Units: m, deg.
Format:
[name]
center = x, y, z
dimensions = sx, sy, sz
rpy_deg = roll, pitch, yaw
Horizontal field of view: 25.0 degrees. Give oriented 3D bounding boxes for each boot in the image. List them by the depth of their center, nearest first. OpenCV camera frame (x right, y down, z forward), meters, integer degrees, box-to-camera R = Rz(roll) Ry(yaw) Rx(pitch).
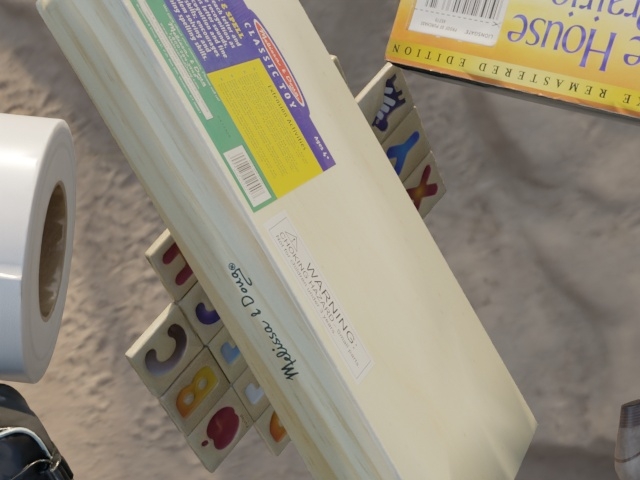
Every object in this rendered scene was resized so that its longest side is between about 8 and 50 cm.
[boot]
center = 0.299, 0.170, 1.205
dimensions = 0.118, 0.042, 0.087
rpy_deg = -13, 96, -10

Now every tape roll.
[tape roll]
center = -0.327, 0.002, 1.315
dimensions = 0.169, 0.246, 0.246
rpy_deg = 6, 69, -1

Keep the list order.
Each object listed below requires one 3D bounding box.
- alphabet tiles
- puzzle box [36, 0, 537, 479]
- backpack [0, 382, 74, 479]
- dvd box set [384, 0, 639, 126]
[alphabet tiles]
center = -0.015, 0.021, 1.205
dimensions = 0.342, 0.011, 0.285
rpy_deg = -49, 140, -21
[puzzle box]
center = 0.000, 0.000, 0.919
dimensions = 0.409, 0.052, 0.272
rpy_deg = 60, 22, -3
[backpack]
center = -0.333, 0.258, 1.237
dimensions = 0.253, 0.191, 0.225
rpy_deg = -31, 120, -16
[dvd box set]
center = 0.230, -0.299, 1.044
dimensions = 0.062, 0.307, 0.421
rpy_deg = 12, 95, -47
